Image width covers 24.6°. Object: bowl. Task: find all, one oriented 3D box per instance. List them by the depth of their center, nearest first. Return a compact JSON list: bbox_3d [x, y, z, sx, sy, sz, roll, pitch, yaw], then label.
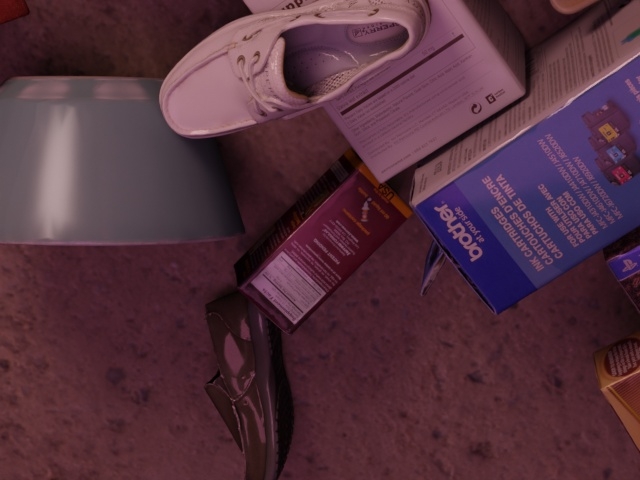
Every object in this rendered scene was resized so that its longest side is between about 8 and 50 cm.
[{"bbox_3d":[-0.233,-0.085,1.503,0.312,0.311,0.163,0,95,5],"label":"bowl"}]

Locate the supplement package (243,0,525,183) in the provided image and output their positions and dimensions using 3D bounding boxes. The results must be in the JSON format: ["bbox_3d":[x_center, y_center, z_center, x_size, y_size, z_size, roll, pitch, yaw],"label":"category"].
[{"bbox_3d":[0.050,-0.241,1.446,0.175,0.177,0.293,-32,107,20],"label":"supplement package"}]

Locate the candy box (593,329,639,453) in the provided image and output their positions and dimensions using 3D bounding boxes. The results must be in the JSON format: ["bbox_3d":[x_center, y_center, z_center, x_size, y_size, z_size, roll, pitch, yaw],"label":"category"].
[{"bbox_3d":[0.456,0.130,1.466,0.316,0.087,0.183,-28,109,17],"label":"candy box"}]

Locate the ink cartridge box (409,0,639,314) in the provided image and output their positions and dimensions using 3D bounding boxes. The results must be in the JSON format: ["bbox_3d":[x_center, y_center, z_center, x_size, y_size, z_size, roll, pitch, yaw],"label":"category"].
[{"bbox_3d":[0.239,-0.097,1.442,0.395,0.270,0.151,-32,104,18],"label":"ink cartridge box"}]

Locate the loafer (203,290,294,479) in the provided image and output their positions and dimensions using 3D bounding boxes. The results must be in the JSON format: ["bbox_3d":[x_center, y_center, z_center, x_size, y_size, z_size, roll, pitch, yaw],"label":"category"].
[{"bbox_3d":[-0.086,0.170,1.696,0.087,0.094,0.251,-1,104,12],"label":"loafer"}]

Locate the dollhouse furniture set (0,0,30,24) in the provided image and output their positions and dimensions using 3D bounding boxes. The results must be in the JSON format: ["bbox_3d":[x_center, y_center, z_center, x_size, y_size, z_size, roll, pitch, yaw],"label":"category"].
[{"bbox_3d":[-0.440,-0.353,1.411,0.152,0.201,0.374,-27,107,-18],"label":"dollhouse furniture set"}]

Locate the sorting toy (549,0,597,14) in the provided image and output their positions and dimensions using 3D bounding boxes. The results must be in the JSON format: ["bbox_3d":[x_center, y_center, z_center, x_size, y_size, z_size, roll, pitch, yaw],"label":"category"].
[{"bbox_3d":[0.275,-0.330,1.371,0.348,0.047,0.196,-29,119,-14],"label":"sorting toy"}]

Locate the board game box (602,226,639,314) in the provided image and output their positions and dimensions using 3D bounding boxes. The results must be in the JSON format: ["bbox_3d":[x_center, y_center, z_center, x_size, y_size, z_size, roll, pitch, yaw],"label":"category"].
[{"bbox_3d":[0.468,0.047,1.554,0.232,0.141,0.291,-31,107,17],"label":"board game box"}]

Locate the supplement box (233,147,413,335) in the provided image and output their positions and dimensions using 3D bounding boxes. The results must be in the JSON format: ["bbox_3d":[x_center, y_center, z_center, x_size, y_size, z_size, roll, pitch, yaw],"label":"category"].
[{"bbox_3d":[0.000,0.000,1.574,0.081,0.104,0.188,44,94,-13],"label":"supplement box"}]

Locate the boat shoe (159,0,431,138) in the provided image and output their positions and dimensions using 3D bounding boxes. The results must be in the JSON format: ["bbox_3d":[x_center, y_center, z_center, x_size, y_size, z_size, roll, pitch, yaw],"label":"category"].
[{"bbox_3d":[-0.034,-0.160,1.343,0.277,0.096,0.098,-23,110,19],"label":"boat shoe"}]
